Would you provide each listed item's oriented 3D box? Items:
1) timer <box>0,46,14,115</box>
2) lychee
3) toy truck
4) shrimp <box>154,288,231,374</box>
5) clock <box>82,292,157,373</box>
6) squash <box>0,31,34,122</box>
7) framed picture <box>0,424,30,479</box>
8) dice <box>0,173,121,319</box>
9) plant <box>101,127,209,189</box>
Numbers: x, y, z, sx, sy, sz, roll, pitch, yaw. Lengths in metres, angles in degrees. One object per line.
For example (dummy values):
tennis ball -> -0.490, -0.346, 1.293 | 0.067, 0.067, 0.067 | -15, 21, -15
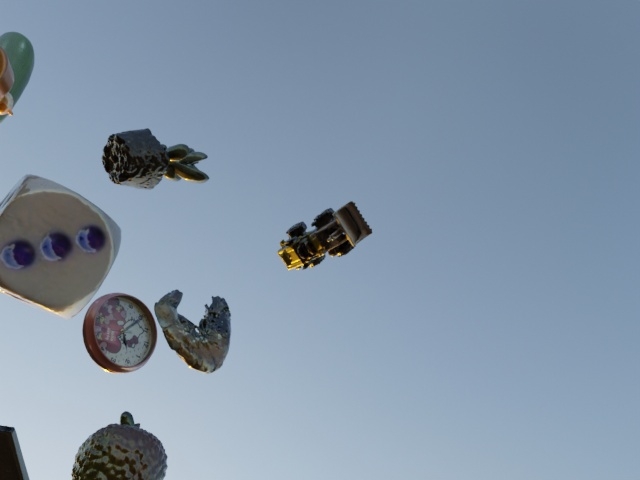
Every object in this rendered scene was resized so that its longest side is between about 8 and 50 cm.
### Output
timer -> -0.689, -0.317, 1.063 | 0.131, 0.132, 0.152 | 19, -23, 2
lychee -> -0.248, 0.282, 0.628 | 0.114, 0.147, 0.114 | -1, -52, -2
toy truck -> 0.000, 0.000, 1.397 | 0.285, 0.111, 0.136 | -27, -78, 40
shrimp -> -0.321, 0.203, 1.333 | 0.071, 0.365, 0.233 | -40, -72, 13
clock -> -0.588, 0.271, 1.510 | 0.056, 0.244, 0.244 | -23, -69, 28
squash -> -0.796, -0.396, 1.271 | 0.107, 0.395, 0.107 | -1, -38, -1
framed picture -> -0.674, 0.407, 0.941 | 0.265, 0.018, 0.192 | 5, -65, 2
dice -> -0.636, 0.019, 1.179 | 0.243, 0.251, 0.259 | -1, -32, 48
plant -> -0.437, -0.220, 1.387 | 0.149, 0.274, 0.147 | -37, -113, 39
